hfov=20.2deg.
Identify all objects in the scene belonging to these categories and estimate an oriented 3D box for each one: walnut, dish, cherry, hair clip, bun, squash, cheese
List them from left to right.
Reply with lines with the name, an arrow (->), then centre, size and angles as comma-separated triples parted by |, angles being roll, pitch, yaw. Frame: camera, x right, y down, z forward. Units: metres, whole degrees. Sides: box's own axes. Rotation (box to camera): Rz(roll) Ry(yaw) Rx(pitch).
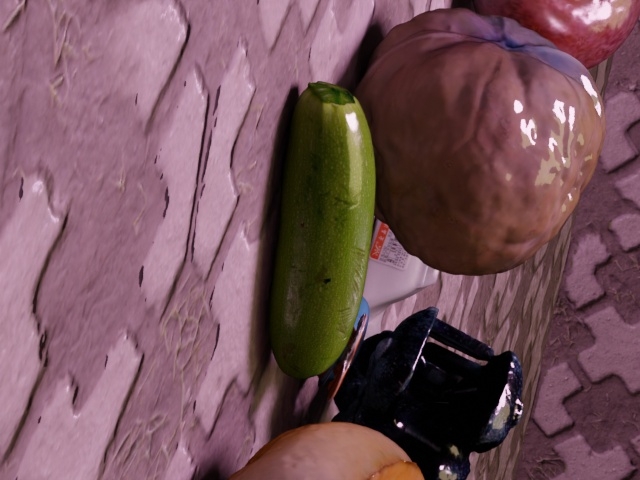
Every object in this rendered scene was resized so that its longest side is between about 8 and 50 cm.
bun -> -0.032, 0.297, 1.544 | 0.299, 0.165, 0.299 | -34, 131, -50
squash -> 0.002, 0.002, 1.529 | 0.082, 0.082, 0.292 | -56, 157, -55
cheese -> 0.020, 0.097, 1.706 | 0.256, 0.037, 0.106 | -112, -136, -87
hair clip -> 0.087, 0.190, 1.784 | 0.206, 0.194, 0.310 | -61, -178, -11
dish -> 0.099, 0.008, 1.981 | 0.154, 0.064, 0.234 | -9, 115, -76
walnut -> 0.139, -0.091, 1.676 | 0.248, 0.248, 0.248 | 15, 90, -77
cherry -> 0.265, -0.307, 2.059 | 0.239, 0.206, 0.239 | -172, -90, -70
